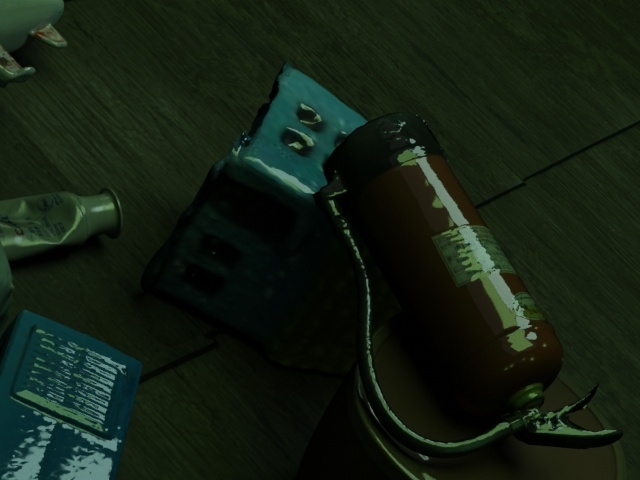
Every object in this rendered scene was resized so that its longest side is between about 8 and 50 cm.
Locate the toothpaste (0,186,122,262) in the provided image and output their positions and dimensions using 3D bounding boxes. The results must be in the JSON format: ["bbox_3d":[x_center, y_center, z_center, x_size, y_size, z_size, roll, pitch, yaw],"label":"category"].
[{"bbox_3d":[-0.334,-0.012,1.772,0.266,0.061,0.096,-9,54,-34],"label":"toothpaste"}]

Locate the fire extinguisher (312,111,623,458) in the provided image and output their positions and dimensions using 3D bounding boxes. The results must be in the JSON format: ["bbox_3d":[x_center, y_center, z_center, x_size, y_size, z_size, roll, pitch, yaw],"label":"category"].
[{"bbox_3d":[0.108,0.068,1.620,0.200,0.113,0.376,-29,65,-4],"label":"fire extinguisher"}]

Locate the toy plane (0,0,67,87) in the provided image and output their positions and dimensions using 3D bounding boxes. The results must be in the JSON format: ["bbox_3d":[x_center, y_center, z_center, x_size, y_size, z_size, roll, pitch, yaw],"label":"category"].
[{"bbox_3d":[-0.399,-0.262,1.947,0.252,0.118,0.252,18,39,-15],"label":"toy plane"}]

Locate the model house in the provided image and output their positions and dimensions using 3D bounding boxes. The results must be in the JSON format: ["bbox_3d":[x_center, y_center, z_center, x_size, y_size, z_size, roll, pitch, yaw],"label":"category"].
[{"bbox_3d":[0.000,0.000,1.852,0.303,0.237,0.215,30,38,-8],"label":"model house"}]

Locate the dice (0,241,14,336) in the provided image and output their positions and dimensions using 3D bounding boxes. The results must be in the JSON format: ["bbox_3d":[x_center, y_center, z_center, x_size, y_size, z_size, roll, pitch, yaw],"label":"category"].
[{"bbox_3d":[-0.447,0.080,1.282,0.348,0.330,0.328,35,17,2],"label":"dice"}]

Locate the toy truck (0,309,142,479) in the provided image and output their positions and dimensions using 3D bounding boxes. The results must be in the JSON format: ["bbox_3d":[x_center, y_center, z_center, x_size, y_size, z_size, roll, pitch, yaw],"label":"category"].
[{"bbox_3d":[-0.264,0.240,1.438,0.161,0.162,0.385,26,37,-13],"label":"toy truck"}]

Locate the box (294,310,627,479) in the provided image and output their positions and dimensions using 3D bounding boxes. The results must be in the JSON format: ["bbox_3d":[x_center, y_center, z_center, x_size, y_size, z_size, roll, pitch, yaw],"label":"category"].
[{"bbox_3d":[0.117,0.240,1.682,0.301,0.216,0.301,22,39,-19],"label":"box"}]
